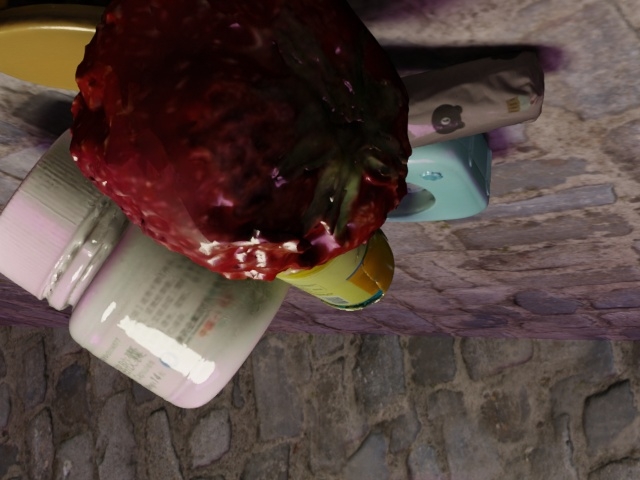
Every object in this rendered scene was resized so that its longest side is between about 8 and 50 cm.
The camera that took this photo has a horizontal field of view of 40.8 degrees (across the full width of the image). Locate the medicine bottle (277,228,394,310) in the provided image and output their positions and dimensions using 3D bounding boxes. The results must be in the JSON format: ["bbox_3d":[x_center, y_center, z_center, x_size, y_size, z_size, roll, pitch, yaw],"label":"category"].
[{"bbox_3d":[0.000,0.000,0.946,0.124,0.124,0.239,0,166,17],"label":"medicine bottle"}]

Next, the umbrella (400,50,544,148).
[{"bbox_3d":[0.045,-0.112,0.827,0.338,0.067,0.073,-12,154,5],"label":"umbrella"}]

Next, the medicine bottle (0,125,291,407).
[{"bbox_3d":[-0.220,0.028,1.071,0.325,0.256,0.256,34,159,-10],"label":"medicine bottle"}]

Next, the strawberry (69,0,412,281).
[{"bbox_3d":[-0.070,-0.096,0.675,0.221,0.274,0.274,-4,164,40],"label":"strawberry"}]

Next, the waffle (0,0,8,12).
[{"bbox_3d":[-0.364,-0.223,0.680,0.232,0.051,0.229,9,165,-21],"label":"waffle"}]

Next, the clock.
[{"bbox_3d":[0.053,-0.092,1.007,0.274,0.094,0.223,1,165,20],"label":"clock"}]

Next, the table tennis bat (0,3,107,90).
[{"bbox_3d":[-0.151,-0.162,0.800,0.321,0.050,0.198,3,172,-18],"label":"table tennis bat"}]
